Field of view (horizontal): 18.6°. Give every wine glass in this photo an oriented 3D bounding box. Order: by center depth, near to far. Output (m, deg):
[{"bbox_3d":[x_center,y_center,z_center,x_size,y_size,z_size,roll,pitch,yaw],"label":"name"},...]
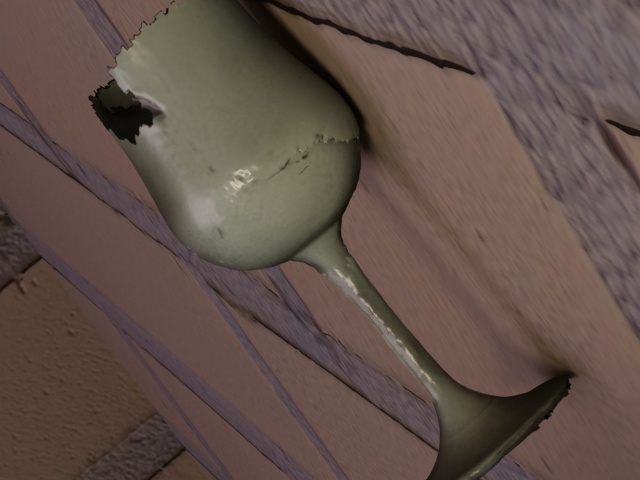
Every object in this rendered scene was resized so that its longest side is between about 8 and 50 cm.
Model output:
[{"bbox_3d":[0.000,0.000,0.698,0.195,0.079,0.079,50,169,1],"label":"wine glass"}]
